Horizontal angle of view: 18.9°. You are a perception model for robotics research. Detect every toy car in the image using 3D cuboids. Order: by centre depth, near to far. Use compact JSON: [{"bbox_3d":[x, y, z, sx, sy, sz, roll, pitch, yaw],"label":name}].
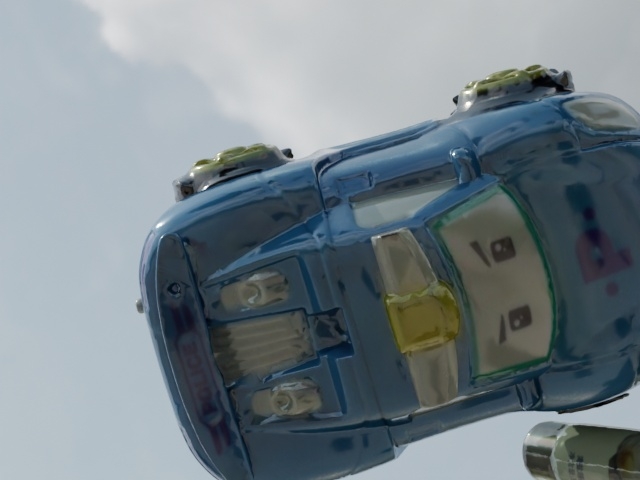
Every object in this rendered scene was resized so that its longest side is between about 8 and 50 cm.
[{"bbox_3d":[0.059,0.024,1.036,0.314,0.166,0.198,-15,-82,2],"label":"toy car"}]

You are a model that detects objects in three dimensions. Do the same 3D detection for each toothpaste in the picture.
[{"bbox_3d":[0.202,0.126,1.015,0.039,0.239,0.062,-23,-74,-35],"label":"toothpaste"}]
